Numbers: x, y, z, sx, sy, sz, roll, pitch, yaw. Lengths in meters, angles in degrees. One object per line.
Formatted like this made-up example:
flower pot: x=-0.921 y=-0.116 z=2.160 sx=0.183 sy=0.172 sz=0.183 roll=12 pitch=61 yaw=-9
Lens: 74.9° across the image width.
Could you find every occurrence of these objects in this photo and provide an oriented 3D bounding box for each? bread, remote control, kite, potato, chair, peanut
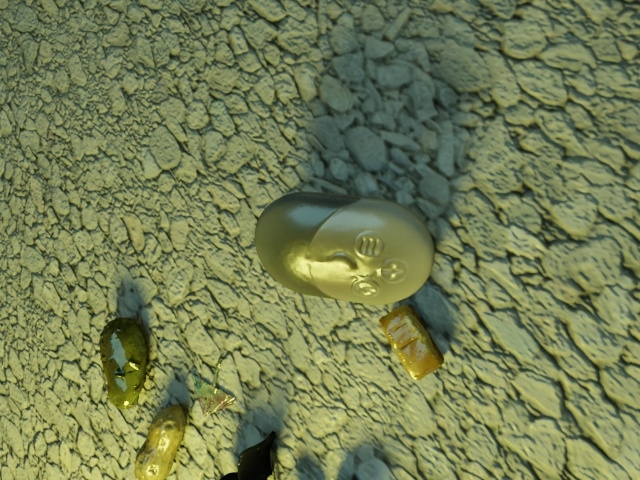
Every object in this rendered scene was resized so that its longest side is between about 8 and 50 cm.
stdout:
bread: x=0.168 y=0.186 z=0.773 sx=0.074 sy=0.053 sz=0.132 roll=-33 pitch=78 yaw=19
remote control: x=0.038 y=0.018 z=0.770 sx=0.333 sy=0.103 sz=0.220 roll=8 pitch=121 yaw=11
kite: x=-0.250 y=0.343 z=0.976 sx=0.139 sy=0.011 sz=0.156 roll=17 pitch=96 yaw=20
potato: x=-0.487 y=0.302 z=1.035 sx=0.118 sy=0.090 sz=0.225 roll=-13 pitch=82 yaw=23
chair: x=-0.169 y=0.519 z=0.865 sx=0.146 sy=0.140 sz=0.220 roll=-3 pitch=85 yaw=23
peanut: x=-0.376 y=0.488 z=0.986 sx=0.100 sy=0.099 sz=0.213 roll=28 pitch=94 yaw=22
